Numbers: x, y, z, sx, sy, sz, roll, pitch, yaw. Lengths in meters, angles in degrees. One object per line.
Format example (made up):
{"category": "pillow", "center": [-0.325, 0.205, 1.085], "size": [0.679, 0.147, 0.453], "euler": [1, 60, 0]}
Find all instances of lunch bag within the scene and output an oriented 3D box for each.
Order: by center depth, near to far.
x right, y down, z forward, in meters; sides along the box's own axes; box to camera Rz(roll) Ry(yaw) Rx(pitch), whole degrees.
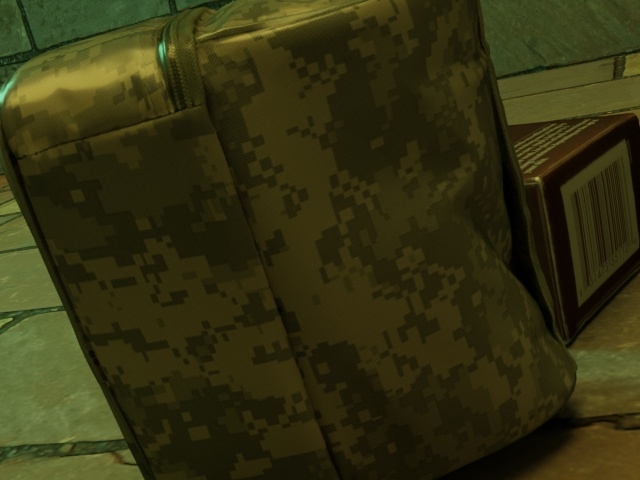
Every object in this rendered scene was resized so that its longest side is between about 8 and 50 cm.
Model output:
{"category": "lunch bag", "center": [0.000, 0.000, 0.515], "size": [0.256, 0.305, 0.212], "euler": [-17, 17, 3]}

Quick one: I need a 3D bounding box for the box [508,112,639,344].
{"category": "box", "center": [0.079, -0.014, 0.800], "size": [0.381, 0.143, 0.191], "euler": [2, 22, 41]}
